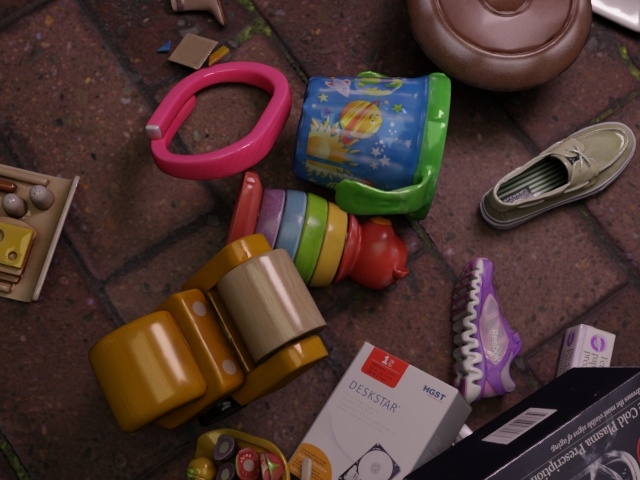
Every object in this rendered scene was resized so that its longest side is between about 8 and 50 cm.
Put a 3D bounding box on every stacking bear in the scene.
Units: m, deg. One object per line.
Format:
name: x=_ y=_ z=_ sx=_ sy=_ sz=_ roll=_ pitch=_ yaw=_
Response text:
stacking bear: x=0.000 y=0.000 z=1.441 sx=0.289 sy=0.175 sz=0.164 roll=14 pitch=98 yaw=-7

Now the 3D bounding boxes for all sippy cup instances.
sippy cup: x=0.076 y=-0.163 z=1.437 sx=0.224 sy=0.305 sz=0.240 roll=9 pitch=94 yaw=0

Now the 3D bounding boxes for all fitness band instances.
fitness band: x=-0.162 y=-0.203 z=1.476 sx=0.209 sy=0.054 sz=0.291 roll=5 pitch=43 yaw=17

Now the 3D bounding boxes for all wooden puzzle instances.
wooden puzzle: x=-0.222 y=-0.330 z=1.580 sx=0.116 sy=0.014 sz=0.078 roll=29 pitch=66 yaw=26

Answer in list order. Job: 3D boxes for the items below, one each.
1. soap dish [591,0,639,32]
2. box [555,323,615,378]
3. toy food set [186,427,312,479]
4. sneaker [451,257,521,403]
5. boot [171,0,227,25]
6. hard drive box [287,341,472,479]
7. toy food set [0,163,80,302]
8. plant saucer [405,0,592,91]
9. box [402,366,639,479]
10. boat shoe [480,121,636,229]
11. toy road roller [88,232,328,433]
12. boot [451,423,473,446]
soap dish: x=0.503 y=-0.514 z=1.562 sx=0.291 sy=0.229 sz=0.118 roll=28 pitch=59 yaw=6
box: x=0.392 y=0.296 z=1.414 sx=0.063 sy=0.067 sz=0.324 roll=18 pitch=76 yaw=-5
toy food set: x=-0.120 y=0.354 z=1.334 sx=0.218 sy=0.071 sz=0.128 roll=9 pitch=83 yaw=31
sneaker: x=0.270 y=0.146 z=1.445 sx=0.104 sy=0.095 sz=0.236 roll=4 pitch=80 yaw=-8
boot: x=-0.222 y=-0.425 z=1.606 sx=0.087 sy=0.042 sz=0.118 roll=-17 pitch=75 yaw=0
hard drive box: x=0.088 y=0.299 z=1.358 sx=0.181 sy=0.089 sz=0.232 roll=23 pitch=72 yaw=35
toy food set: x=-0.568 y=-0.038 z=1.463 sx=0.306 sy=0.092 sz=0.219 roll=13 pitch=75 yaw=2
plant saucer: x=0.293 y=-0.393 z=1.458 sx=0.311 sy=0.050 sz=0.310 roll=0 pitch=75 yaw=-2
box: x=0.348 y=0.389 z=1.247 sx=0.343 sy=0.179 sz=0.312 roll=-28 pitch=93 yaw=-21
boat shoe: x=0.408 y=-0.112 z=1.510 sx=0.302 sy=0.094 sz=0.109 roll=-31 pitch=78 yaw=-9
toy road roller: x=-0.176 y=0.157 z=1.301 sx=0.240 sy=0.329 sz=0.202 roll=-15 pitch=72 yaw=-50
boot: x=0.223 y=0.402 z=1.366 sx=0.123 sy=0.095 sz=0.258 roll=-29 pitch=79 yaw=-16
